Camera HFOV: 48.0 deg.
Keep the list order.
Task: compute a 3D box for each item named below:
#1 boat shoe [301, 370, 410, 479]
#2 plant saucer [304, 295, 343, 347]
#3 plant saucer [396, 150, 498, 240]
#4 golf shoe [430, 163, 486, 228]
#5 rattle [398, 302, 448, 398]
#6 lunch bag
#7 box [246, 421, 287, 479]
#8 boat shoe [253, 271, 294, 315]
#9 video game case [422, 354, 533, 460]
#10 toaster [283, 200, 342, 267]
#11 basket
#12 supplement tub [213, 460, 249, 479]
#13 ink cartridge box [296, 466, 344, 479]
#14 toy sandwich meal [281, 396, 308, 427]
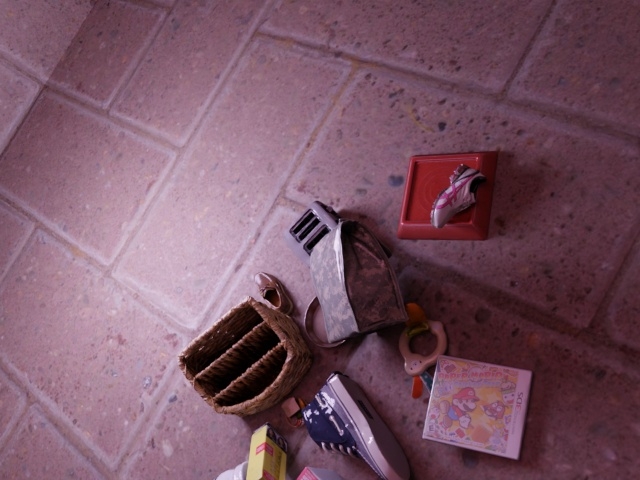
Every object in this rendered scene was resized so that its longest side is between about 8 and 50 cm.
[{"bbox_3d":[0.081,0.501,1.793,0.158,0.127,0.340,-47,46,13],"label":"boat shoe"},{"bbox_3d":[0.035,0.216,1.988,0.169,0.029,0.168,-12,63,26],"label":"plant saucer"},{"bbox_3d":[0.335,-0.129,1.947,0.259,0.048,0.258,1,70,31],"label":"plant saucer"},{"bbox_3d":[0.354,-0.108,1.854,0.086,0.067,0.186,30,87,35],"label":"golf shoe"},{"bbox_3d":[0.244,0.276,1.772,0.130,0.142,0.199,13,67,10],"label":"rattle"},{"bbox_3d":[0.084,0.098,1.826,0.169,0.235,0.286,-12,79,-21],"label":"lunch bag"},{"bbox_3d":[-0.135,0.566,1.826,0.058,0.087,0.232,-39,14,13],"label":"box"},{"bbox_3d":[-0.145,0.149,2.105,0.064,0.060,0.178,-46,54,6],"label":"boat shoe"},{"bbox_3d":[0.370,0.390,1.695,0.227,0.026,0.206,6,73,25],"label":"video game case"},{"bbox_3d":[0.000,0.000,2.052,0.185,0.110,0.168,-46,53,7],"label":"toaster"},{"bbox_3d":[-0.201,0.337,1.959,0.299,0.223,0.213,-38,55,10],"label":"basket"},{"bbox_3d":[-0.247,0.713,1.842,0.272,0.191,0.191,-39,55,11],"label":"supplement tub"},{"bbox_3d":[-0.034,0.670,1.752,0.092,0.158,0.217,34,89,34],"label":"ink cartridge box"},{"bbox_3d":[-0.068,0.463,1.942,0.086,0.029,0.085,-12,64,26],"label":"toy sandwich meal"}]
